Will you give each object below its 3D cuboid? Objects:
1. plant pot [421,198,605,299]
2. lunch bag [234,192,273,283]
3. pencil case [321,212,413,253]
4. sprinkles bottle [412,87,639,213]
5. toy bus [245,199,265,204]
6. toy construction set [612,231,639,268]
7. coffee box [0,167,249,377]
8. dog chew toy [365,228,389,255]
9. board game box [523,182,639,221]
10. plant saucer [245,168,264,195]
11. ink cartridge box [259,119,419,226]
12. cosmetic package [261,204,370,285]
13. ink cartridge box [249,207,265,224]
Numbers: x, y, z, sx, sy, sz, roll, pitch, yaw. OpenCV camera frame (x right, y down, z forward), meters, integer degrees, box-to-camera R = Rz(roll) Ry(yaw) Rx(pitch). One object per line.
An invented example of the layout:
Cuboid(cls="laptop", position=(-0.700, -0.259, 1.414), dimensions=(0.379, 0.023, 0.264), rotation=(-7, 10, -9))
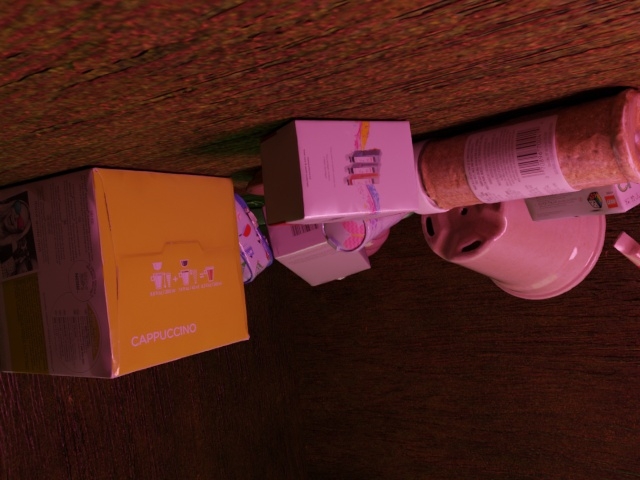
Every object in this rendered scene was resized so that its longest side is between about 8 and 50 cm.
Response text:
Cuboid(cls="plant pot", position=(0.408, -0.045, 1.325), dimensions=(0.306, 0.333, 0.334), rotation=(11, 169, -39))
Cuboid(cls="lunch bag", position=(-0.266, -0.007, 1.475), dimensions=(0.304, 0.243, 0.115), rotation=(-8, -154, 44))
Cuboid(cls="pencil case", position=(0.112, -0.064, 1.283), dimensions=(0.124, 0.113, 0.273), rotation=(-41, 173, 36))
Cuboid(cls="sprinkles bottle", position=(0.279, -0.116, 0.848), dimensions=(0.121, 0.121, 0.356), rotation=(-4, 178, -43))
Cuboid(cls="toy bus", position=(-0.086, -0.074, 1.733), dimensions=(0.202, 0.104, 0.191), rotation=(-6, 178, 30))
Cuboid(cls="toy construction set", position=(0.485, -0.080, 0.691), dimensions=(0.237, 0.309, 0.257), rotation=(34, -155, -14))
Cuboid(cls="coffee box", position=(-0.379, 0.058, 1.124), dimensions=(0.335, 0.337, 0.338), rotation=(-6, 179, 32))
Cuboid(cls="dog chew toy", position=(0.166, -0.048, 2.194), dimensions=(0.207, 0.206, 0.332), rotation=(-5, 171, -13))
Cuboid(cls="board game box", position=(0.501, -0.119, 0.922), dimensions=(0.305, 0.053, 0.193), rotation=(-27, -174, -17))
Cuboid(cls="plant saucer", position=(-0.010, -0.125, 1.161), dimensions=(0.278, 0.041, 0.278), rotation=(-5, 178, 0))
Cuboid(cls="ink cartridge box", position=(0.025, -0.090, 0.805), dimensions=(0.176, 0.127, 0.128), rotation=(-4, 178, -27))
Cuboid(cls="cosmetic package", position=(0.000, 0.000, 1.603), dimensions=(0.197, 0.155, 0.365), rotation=(-18, 162, 8))
Cuboid(cls="ink cartridge box", position=(-0.220, -0.078, 2.024), dimensions=(0.333, 0.065, 0.165), rotation=(-4, 179, -12))
